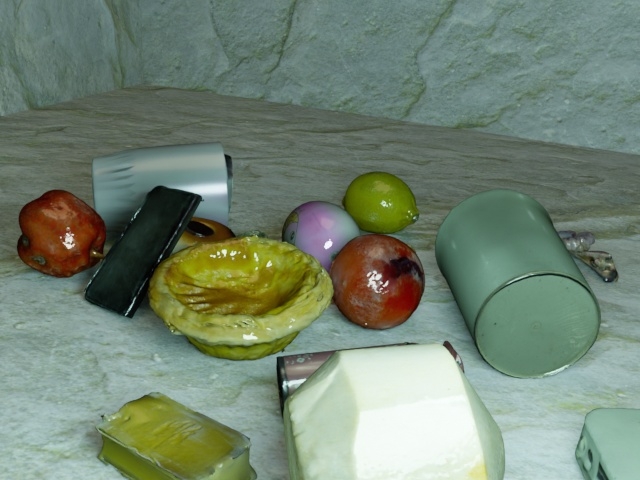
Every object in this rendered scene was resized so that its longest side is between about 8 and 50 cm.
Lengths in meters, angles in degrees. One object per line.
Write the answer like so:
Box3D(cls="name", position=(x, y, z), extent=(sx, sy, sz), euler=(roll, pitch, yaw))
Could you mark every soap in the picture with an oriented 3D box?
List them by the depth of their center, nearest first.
Box3D(cls="soap", position=(-0.224, 0.323, 1.161), extent=(0.233, 0.076, 0.135), euler=(19, 28, 32))

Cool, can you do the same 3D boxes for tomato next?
Box3D(cls="tomato", position=(0.126, 0.088, 1.618), extent=(0.184, 0.208, 0.208), euler=(1, 16, 40))

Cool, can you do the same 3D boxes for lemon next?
Box3D(cls="lemon", position=(0.175, -0.107, 2.159), extent=(0.248, 0.184, 0.184), euler=(14, 24, 29))

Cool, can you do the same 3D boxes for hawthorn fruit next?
Box3D(cls="hawthorn fruit", position=(-0.588, 0.003, 1.781), extent=(0.243, 0.207, 0.207), euler=(26, 26, 7))

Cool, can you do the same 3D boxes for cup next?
Box3D(cls="cup", position=(-0.425, -0.133, 2.054), extent=(0.371, 0.253, 0.253), euler=(-5, 23, -12))

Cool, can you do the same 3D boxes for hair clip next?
Box3D(cls="hair clip", position=(0.699, 0.024, 2.049), extent=(0.173, 0.069, 0.300), euler=(-7, 23, -23))

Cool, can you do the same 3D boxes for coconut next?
Box3D(cls="coconut", position=(0.105, 0.285, 1.020), extent=(0.323, 0.323, 0.323), euler=(3, 22, -1))

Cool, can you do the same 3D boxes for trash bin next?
Box3D(cls="trash bin", position=(0.408, 0.074, 1.618), extent=(0.280, 0.280, 0.432), euler=(2, 25, -2))

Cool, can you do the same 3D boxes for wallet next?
Box3D(cls="wallet", position=(-0.399, 0.018, 1.692), extent=(0.172, 0.045, 0.318), euler=(15, 68, 36))

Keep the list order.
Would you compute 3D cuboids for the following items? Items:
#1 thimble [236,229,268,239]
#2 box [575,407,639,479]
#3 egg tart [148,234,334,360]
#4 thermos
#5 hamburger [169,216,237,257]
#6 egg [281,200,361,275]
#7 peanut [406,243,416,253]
Box3D(cls="thimble", position=(-0.177, 0.017, 1.951), extent=(0.084, 0.062, 0.110), euler=(6, 22, 10))
Box3D(cls="box", position=(0.606, 0.388, 1.070), extent=(0.396, 0.111, 0.396), euler=(3, 21, 0))
Box3D(cls="egg tart", position=(-0.161, 0.126, 1.546), extent=(0.387, 0.169, 0.388), euler=(1, 25, -1))
Box3D(cls="thermos", position=(0.094, 0.245, 1.310), extent=(0.330, 0.110, 0.136), euler=(-5, 21, -8))
Box3D(cls="hamburger", position=(-0.295, 0.031, 1.791), extent=(0.236, 0.147, 0.237), euler=(14, 24, -6))
Box3D(cls="egg", position=(0.000, 0.000, 1.854), extent=(0.196, 0.196, 0.271), euler=(-1, 6, -10))
Box3D(cls="peanut", position=(0.235, 0.030, 2.013), extent=(0.037, 0.037, 0.083), euler=(1, 24, -6))
